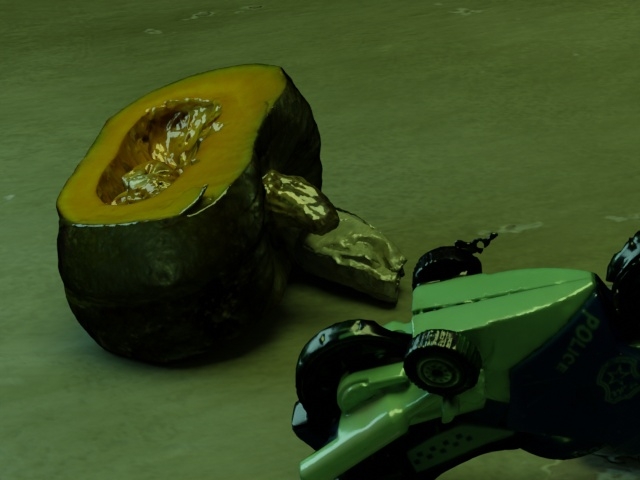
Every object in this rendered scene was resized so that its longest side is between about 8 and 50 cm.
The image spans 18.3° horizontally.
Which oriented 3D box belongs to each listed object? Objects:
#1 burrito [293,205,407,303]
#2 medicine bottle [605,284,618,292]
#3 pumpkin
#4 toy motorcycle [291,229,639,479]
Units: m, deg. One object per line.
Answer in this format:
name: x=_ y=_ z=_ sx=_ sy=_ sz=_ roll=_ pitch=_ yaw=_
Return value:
burrito: x=-0.002 y=0.001 z=1.782 sx=0.063 sy=0.058 sz=0.229 roll=-36 pitch=35 yaw=-26
medicine bottle: x=0.333 y=0.088 z=1.454 sx=0.296 sy=0.111 sz=0.161 roll=2 pitch=16 yaw=8
pumpkin: x=-0.088 y=-0.035 z=1.695 sx=0.221 sy=0.139 sz=0.317 roll=-6 pitch=27 yaw=22
toy motorcycle: x=0.144 y=0.095 z=1.330 sx=0.331 sy=0.196 sz=0.125 roll=-18 pitch=34 yaw=17
